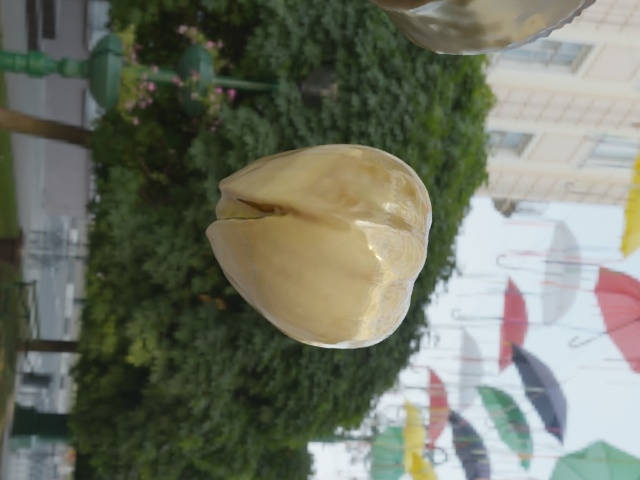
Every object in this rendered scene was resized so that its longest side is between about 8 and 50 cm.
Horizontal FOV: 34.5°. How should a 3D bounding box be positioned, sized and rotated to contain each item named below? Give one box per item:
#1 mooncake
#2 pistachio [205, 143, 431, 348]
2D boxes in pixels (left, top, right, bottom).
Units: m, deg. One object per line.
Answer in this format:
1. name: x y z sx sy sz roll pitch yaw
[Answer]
1. mooncake: 0.226 -0.460 1.450 0.393 0.246 0.394 -26 -127 28
2. pistachio: 0.000 0.000 1.160 0.321 0.238 0.229 11 -101 58
